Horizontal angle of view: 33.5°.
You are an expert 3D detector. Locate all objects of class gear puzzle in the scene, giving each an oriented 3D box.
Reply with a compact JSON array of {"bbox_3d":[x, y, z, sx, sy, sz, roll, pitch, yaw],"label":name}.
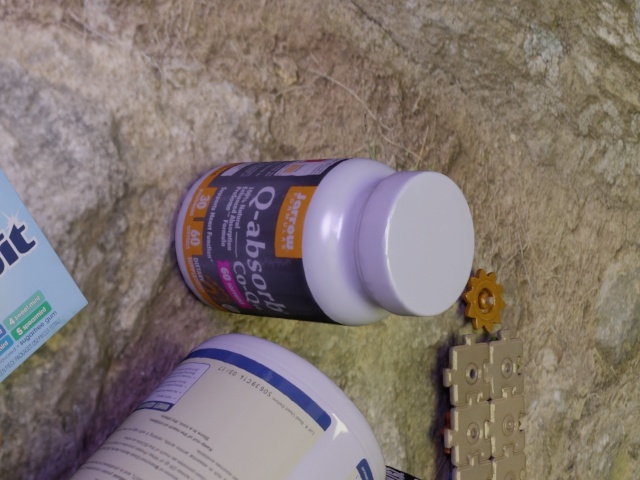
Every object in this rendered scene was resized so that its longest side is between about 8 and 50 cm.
[{"bbox_3d":[0.212,0.208,1.445,0.175,0.044,0.339,-1,90,-44],"label":"gear puzzle"}]

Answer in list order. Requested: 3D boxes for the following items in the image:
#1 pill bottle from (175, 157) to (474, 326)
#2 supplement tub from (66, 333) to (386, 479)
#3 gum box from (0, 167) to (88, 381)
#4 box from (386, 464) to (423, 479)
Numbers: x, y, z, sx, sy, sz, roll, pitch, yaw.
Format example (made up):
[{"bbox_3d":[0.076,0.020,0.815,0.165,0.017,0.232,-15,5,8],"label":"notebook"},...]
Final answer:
[{"bbox_3d":[0.000,0.000,1.041,0.162,0.278,0.162,-1,92,-46],"label":"pill bottle"},{"bbox_3d":[-0.117,0.268,0.963,0.325,0.235,0.235,-46,123,-34],"label":"supplement tub"},{"bbox_3d":[-0.305,0.030,0.897,0.157,0.041,0.184,-46,123,-33],"label":"gum box"},{"bbox_3d":[0.026,0.409,1.063,0.079,0.257,0.322,24,94,-1],"label":"box"}]
